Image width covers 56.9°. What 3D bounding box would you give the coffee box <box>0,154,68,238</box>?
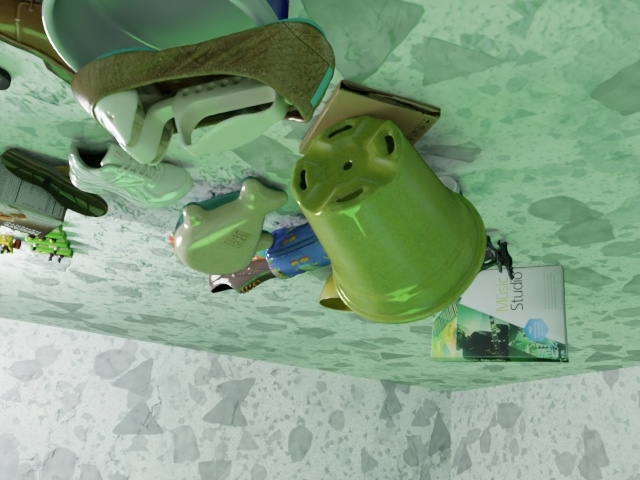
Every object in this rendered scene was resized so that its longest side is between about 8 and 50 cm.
[{"bbox_3d":[-0.656,-0.101,1.201,0.246,0.098,0.141,23,153,-37],"label":"coffee box"}]

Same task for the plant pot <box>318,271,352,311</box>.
[{"bbox_3d":[0.066,0.129,1.605,0.134,0.095,0.134,5,159,2],"label":"plant pot"}]

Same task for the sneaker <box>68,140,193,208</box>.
[{"bbox_3d":[-0.353,-0.127,1.081,0.232,0.090,0.115,7,155,-6],"label":"sneaker"}]

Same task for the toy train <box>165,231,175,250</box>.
[{"bbox_3d":[-0.300,0.020,1.488,0.166,0.046,0.125,0,158,15],"label":"toy train"}]

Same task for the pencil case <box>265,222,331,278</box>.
[{"bbox_3d":[0.000,0.000,1.262,0.133,0.119,0.306,1,166,-40],"label":"pencil case"}]

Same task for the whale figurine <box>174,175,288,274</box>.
[{"bbox_3d":[-0.188,-0.047,1.224,0.216,0.141,0.272,22,129,-35],"label":"whale figurine"}]

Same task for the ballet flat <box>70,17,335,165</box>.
[{"bbox_3d":[-0.147,-0.147,0.644,0.342,0.124,0.116,-3,156,21],"label":"ballet flat"}]

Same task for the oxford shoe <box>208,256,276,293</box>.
[{"bbox_3d":[-0.178,0.098,1.582,0.271,0.098,0.097,-6,156,27],"label":"oxford shoe"}]

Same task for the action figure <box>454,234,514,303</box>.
[{"bbox_3d":[0.287,0.071,1.351,0.275,0.141,0.164,-11,165,32],"label":"action figure"}]

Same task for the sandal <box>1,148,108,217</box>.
[{"bbox_3d":[-0.521,-0.122,1.182,0.219,0.060,0.090,32,143,-22],"label":"sandal"}]

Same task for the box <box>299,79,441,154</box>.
[{"bbox_3d":[0.071,-0.173,0.946,0.164,0.021,0.201,12,158,-15],"label":"box"}]

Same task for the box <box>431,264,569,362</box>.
[{"bbox_3d":[0.440,0.185,1.470,0.322,0.232,0.058,-7,151,27],"label":"box"}]

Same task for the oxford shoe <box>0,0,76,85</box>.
[{"bbox_3d":[-0.367,-0.281,0.749,0.076,0.076,0.212,-42,134,22],"label":"oxford shoe"}]

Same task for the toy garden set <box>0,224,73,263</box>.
[{"bbox_3d":[-0.774,-0.001,1.546,0.204,0.049,0.244,10,158,-11],"label":"toy garden set"}]

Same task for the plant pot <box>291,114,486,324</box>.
[{"bbox_3d":[0.090,-0.048,0.927,0.276,0.276,0.254,-7,143,29],"label":"plant pot"}]

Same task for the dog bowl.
[{"bbox_3d":[-0.170,-0.256,0.686,0.265,0.104,0.265,5,158,2],"label":"dog bowl"}]

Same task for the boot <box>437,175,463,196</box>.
[{"bbox_3d":[0.180,-0.064,1.125,0.190,0.069,0.086,-8,152,27],"label":"boot"}]

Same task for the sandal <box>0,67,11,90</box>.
[{"bbox_3d":[-0.557,-0.255,0.868,0.179,0.040,0.067,15,157,-23],"label":"sandal"}]

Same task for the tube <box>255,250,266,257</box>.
[{"bbox_3d":[-0.169,0.008,1.429,0.207,0.052,0.080,10,130,-3],"label":"tube"}]
